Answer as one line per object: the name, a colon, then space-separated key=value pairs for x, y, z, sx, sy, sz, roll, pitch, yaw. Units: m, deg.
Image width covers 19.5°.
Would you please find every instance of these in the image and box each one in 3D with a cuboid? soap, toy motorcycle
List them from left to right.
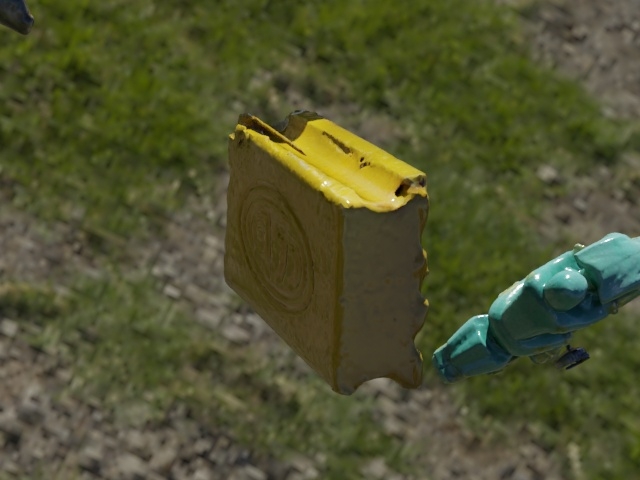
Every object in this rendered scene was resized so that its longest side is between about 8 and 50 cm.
soap: x=0.000 y=0.000 z=1.797 sx=0.096 sy=0.204 sz=0.324 roll=-4 pitch=18 yaw=-21
toy motorcycle: x=0.260 y=0.075 z=2.018 sx=0.109 sy=0.296 sz=0.198 roll=61 pitch=20 yaw=11

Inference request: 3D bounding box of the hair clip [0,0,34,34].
hair clip: x=-0.300 y=-0.247 z=1.298 sx=0.358 sy=0.110 sz=0.095 roll=43 pitch=34 yaw=-60
